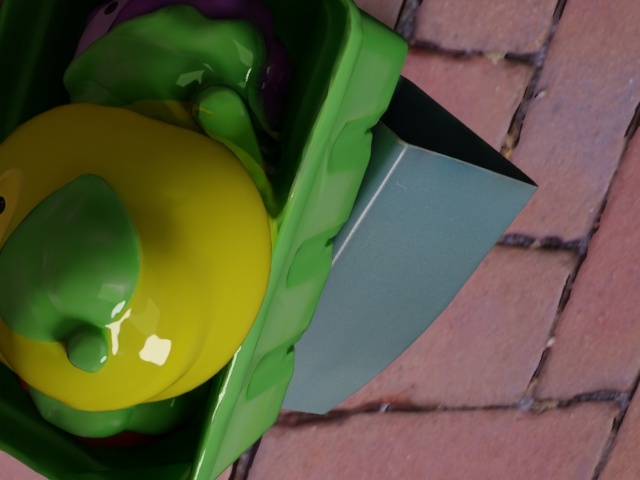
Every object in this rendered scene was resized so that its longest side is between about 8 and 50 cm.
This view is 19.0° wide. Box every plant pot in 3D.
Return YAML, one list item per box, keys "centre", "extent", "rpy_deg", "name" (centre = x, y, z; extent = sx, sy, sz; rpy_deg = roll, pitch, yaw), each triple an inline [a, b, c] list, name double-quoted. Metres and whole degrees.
- centre: [0.000, 0.000, 1.387]
  extent: [0.166, 0.165, 0.234]
  rpy_deg: [15, 112, -49]
  name: "plant pot"

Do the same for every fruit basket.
- centre: [-0.126, -0.012, 1.145]
  extent: [0.392, 0.283, 0.392]
  rpy_deg: [-43, 148, -36]
  name: "fruit basket"
